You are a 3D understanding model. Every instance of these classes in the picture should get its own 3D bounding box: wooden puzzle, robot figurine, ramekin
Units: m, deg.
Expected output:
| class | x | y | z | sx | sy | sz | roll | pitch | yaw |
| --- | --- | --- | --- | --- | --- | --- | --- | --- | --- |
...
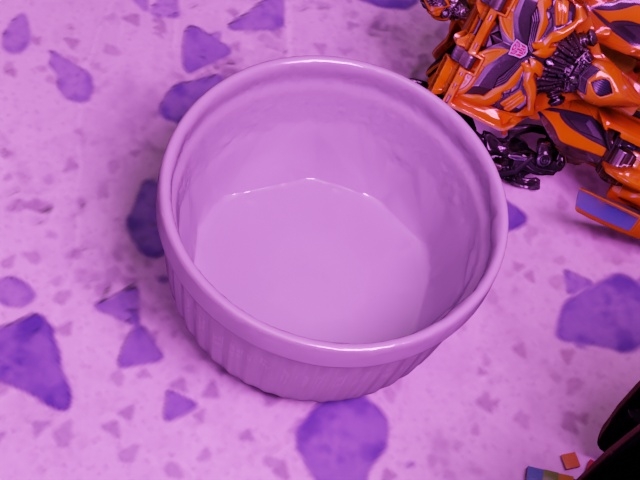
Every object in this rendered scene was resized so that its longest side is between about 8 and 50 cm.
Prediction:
| class | x | y | z | sx | sy | sz | roll | pitch | yaw |
| --- | --- | --- | --- | --- | --- | --- | --- | --- | --- |
| wooden puzzle | 0.146 | 0.164 | 0.785 | 0.049 | 0.006 | 0.083 | 14 | 57 | -3 |
| robot figurine | 0.199 | -0.102 | 0.848 | 0.291 | 0.211 | 0.085 | 22 | 22 | -10 |
| ramekin | 0.000 | 0.000 | 0.795 | 0.207 | 0.109 | 0.207 | 6 | 58 | -9 |

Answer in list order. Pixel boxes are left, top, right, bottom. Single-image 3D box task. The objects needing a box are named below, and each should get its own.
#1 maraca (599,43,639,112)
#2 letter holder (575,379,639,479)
| class | x | y | z | sx | sy | sz | roll | pitch | yaw |
| --- | --- | --- | --- | --- | --- | --- | --- | --- | --- |
| maraca | 0.222 | -0.142 | 0.936 | 0.185 | 0.099 | 0.127 | 28 | 82 | -14 |
| letter holder | 0.208 | 0.114 | 0.645 | 0.214 | 0.302 | 0.152 | 13 | 58 | -9 |
